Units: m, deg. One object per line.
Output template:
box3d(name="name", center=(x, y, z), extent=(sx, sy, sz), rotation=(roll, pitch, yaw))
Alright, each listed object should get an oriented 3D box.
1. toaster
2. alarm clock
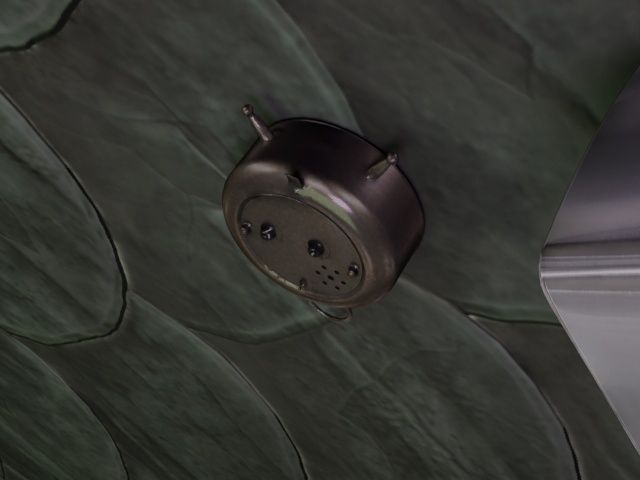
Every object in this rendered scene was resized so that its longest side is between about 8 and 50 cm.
box3d(name="toaster", center=(0.193, 0.006, 0.462), extent=(0.110, 0.168, 0.186), rotation=(-5, 131, 44))
box3d(name="alarm clock", center=(0.000, 0.000, 0.718), extent=(0.129, 0.064, 0.192), rotation=(20, 147, 20))
